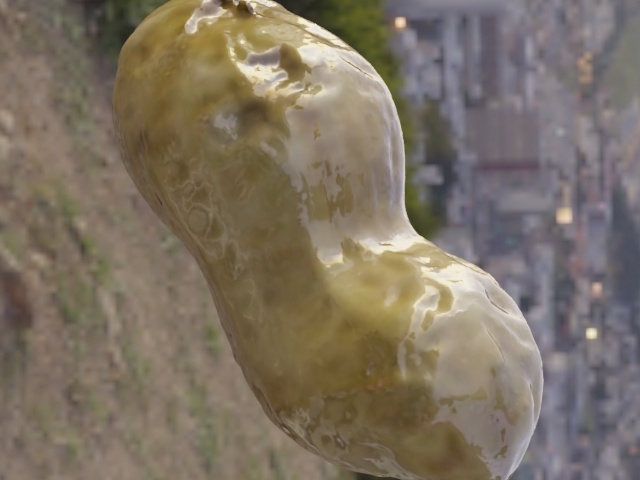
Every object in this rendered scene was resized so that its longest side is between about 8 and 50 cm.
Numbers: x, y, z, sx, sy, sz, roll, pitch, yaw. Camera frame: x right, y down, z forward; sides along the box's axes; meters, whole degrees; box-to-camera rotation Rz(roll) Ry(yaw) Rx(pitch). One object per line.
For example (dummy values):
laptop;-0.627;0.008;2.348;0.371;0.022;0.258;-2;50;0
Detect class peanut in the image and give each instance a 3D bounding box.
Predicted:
peanut;0.000;0.000;0.688;0.229;0.098;0.103;58;-9;19
